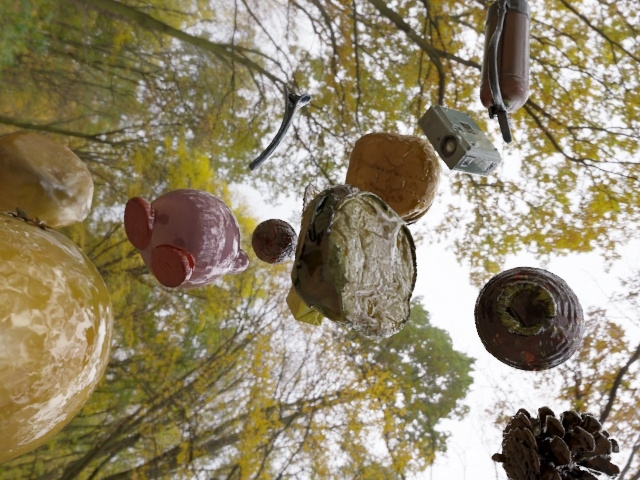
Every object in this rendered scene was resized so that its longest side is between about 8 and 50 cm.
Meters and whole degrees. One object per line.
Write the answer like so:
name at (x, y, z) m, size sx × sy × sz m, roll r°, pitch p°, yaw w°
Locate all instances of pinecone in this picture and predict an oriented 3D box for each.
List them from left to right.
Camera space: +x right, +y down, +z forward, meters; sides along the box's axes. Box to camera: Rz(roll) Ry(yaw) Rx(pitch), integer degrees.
pinecone at (0.562, 0.518, 1.084) m, size 0.244 × 0.309 × 0.244 m, roll 171°, pitch -90°, yaw -81°

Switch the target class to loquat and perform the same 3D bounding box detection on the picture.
loquat at (-0.332, 0.087, 0.417) m, size 0.263 × 0.263 × 0.263 m, roll -1°, pitch -92°, yaw 53°
loquat at (-0.566, -0.116, 0.899) m, size 0.176 × 0.234 × 0.187 m, roll -49°, pitch -157°, yaw 11°

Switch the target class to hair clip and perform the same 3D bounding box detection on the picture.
hair clip at (-0.110, -0.291, 1.196) m, size 0.048 × 0.083 × 0.275 m, roll 121°, pitch -8°, yaw -66°

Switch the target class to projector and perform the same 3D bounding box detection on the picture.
projector at (0.280, -0.203, 0.917) m, size 0.061 × 0.115 × 0.147 m, roll -57°, pitch -137°, yaw 40°

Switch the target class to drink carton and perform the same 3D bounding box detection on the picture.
drink carton at (0.006, 0.097, 1.551) m, size 0.351 × 0.111 × 0.154 m, roll -67°, pitch -156°, yaw 12°

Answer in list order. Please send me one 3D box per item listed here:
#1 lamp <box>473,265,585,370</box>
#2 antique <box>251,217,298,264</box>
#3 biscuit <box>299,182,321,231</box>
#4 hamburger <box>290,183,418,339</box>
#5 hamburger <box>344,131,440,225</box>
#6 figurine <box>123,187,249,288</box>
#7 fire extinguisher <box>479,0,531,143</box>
lamp at (0.474, 0.176, 1.050) m, size 0.247 × 0.247 × 0.247 m, roll -1°, pitch -92°, yaw 53°
antique at (-0.094, 0.001, 0.954) m, size 0.104 × 0.104 × 0.104 m, roll -1°, pitch -92°, yaw 53°
biscuit at (0.000, 0.000, 1.132) m, size 0.013 × 0.232 × 0.237 m, roll 2°, pitch -102°, yaw 25°
hamburger at (0.068, 0.037, 0.873) m, size 0.134 × 0.265 × 0.285 m, roll -8°, pitch -124°, yaw 44°
hamburger at (0.225, -0.189, 1.426) m, size 0.318 × 0.158 × 0.319 m, roll -1°, pitch -95°, yaw 10°
figurine at (-0.213, -0.004, 0.757) m, size 0.173 × 0.173 × 0.173 m, roll -1°, pitch -92°, yaw 53°
fire extinguisher at (0.437, -0.442, 1.123) m, size 0.113 × 0.200 × 0.376 m, roll -17°, pitch -123°, yaw 51°
